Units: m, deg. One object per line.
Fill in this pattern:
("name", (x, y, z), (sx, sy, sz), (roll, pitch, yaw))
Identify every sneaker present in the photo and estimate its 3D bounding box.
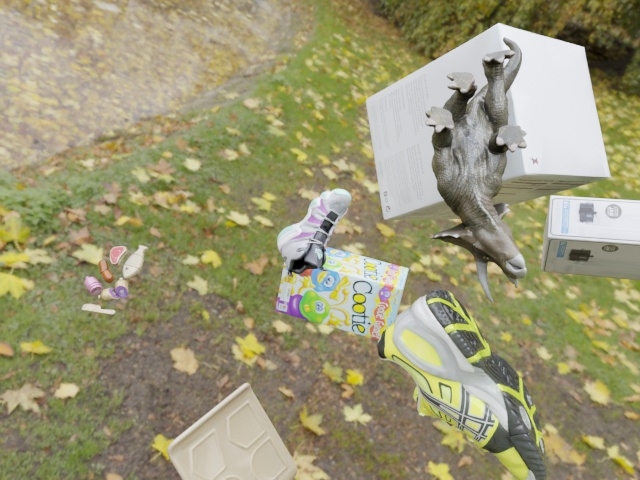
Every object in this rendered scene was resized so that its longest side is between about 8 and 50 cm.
("sneaker", (0.244, 0.255, 1.038), (0.385, 0.147, 0.145), (54, 24, -10))
("sneaker", (0.000, 0.000, 0.617), (0.038, 0.098, 0.069), (24, 34, -36))

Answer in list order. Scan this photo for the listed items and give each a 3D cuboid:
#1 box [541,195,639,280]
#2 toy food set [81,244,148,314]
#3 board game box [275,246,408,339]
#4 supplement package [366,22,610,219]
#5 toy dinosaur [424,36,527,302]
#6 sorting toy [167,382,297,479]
("box", (0.565, 0.002, 1.149), (0.289, 0.169, 0.087), (5, 66, 16))
("toy food set", (-0.323, 0.053, 0.962), (0.077, 0.019, 0.122), (6, 58, 13))
("board game box", (0.053, 0.116, 1.476), (0.275, 0.144, 0.142), (14, 19, 9))
("supplement package", (0.235, -0.153, 0.918), (0.198, 0.262, 0.199), (-2, 81, -37))
("toy dinosaur", (0.166, -0.107, 0.695), (0.121, 0.160, 0.314), (4, 55, 3))
("sorting toy", (-0.196, 0.445, 1.172), (0.307, 0.041, 0.229), (-34, 100, -41))
